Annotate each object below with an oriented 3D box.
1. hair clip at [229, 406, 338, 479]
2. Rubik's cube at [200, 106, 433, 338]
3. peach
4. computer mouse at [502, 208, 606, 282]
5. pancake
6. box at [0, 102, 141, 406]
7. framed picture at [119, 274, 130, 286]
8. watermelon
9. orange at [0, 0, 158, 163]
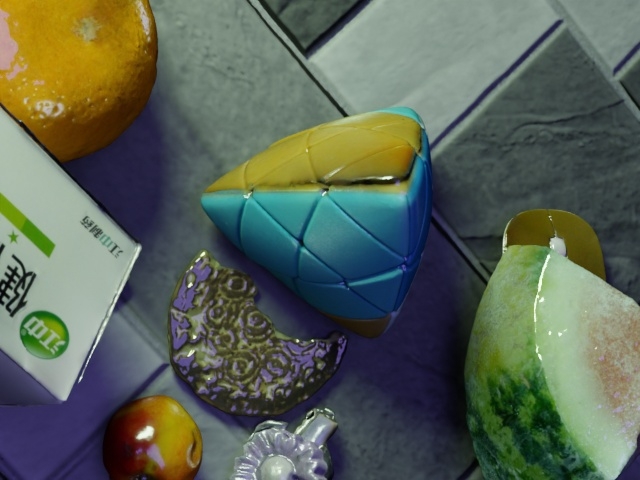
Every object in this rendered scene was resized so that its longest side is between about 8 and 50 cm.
[{"bbox_3d":[-0.069,0.289,1.281,0.106,0.084,0.292,27,75,27],"label":"hair clip"},{"bbox_3d":[0.000,0.000,1.273,0.255,0.254,0.254,0,90,-19],"label":"Rubik's cube"},{"bbox_3d":[-0.162,0.202,1.240,0.101,0.101,0.100,0,90,-19],"label":"peach"},{"bbox_3d":[0.253,0.088,1.403,0.126,0.056,0.245,2,88,-20],"label":"computer mouse"},{"bbox_3d":[-0.070,0.090,1.308,0.184,0.020,0.190,-23,99,-17],"label":"pancake"},{"bbox_3d":[-0.320,-0.019,1.045,0.333,0.145,0.173,50,46,-38],"label":"box"},{"bbox_3d":[-0.370,-0.010,1.203,0.240,0.020,0.324,-40,102,-14],"label":"framed picture"},{"bbox_3d":[0.266,0.160,1.318,0.232,0.193,0.310,-1,73,0],"label":"watermelon"},{"bbox_3d":[-0.264,-0.184,1.154,0.240,0.171,0.240,-2,94,-35],"label":"orange"}]
